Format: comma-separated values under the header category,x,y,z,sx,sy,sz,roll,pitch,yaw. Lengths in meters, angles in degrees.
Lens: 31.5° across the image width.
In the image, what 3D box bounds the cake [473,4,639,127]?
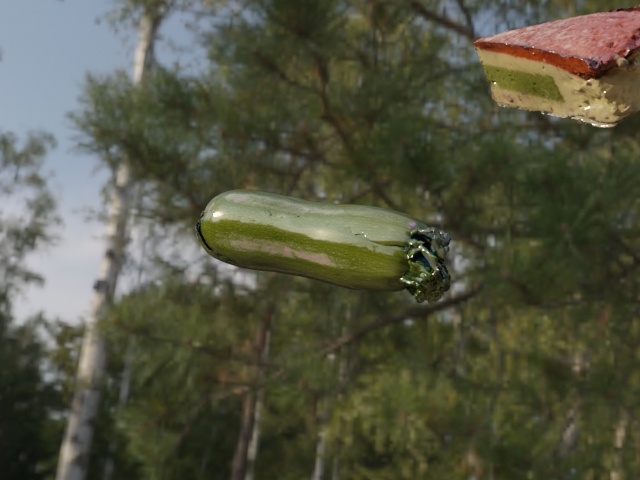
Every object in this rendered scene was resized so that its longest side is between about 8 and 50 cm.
category,x,y,z,sx,sy,sz,roll,pitch,yaw
cake,0.243,-0.166,1.146,0.220,0.117,0.086,-5,-61,35

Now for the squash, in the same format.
category,x,y,z,sx,sy,sz,roll,pitch,yaw
squash,0.000,0.000,0.657,0.183,0.052,0.052,8,-18,39
